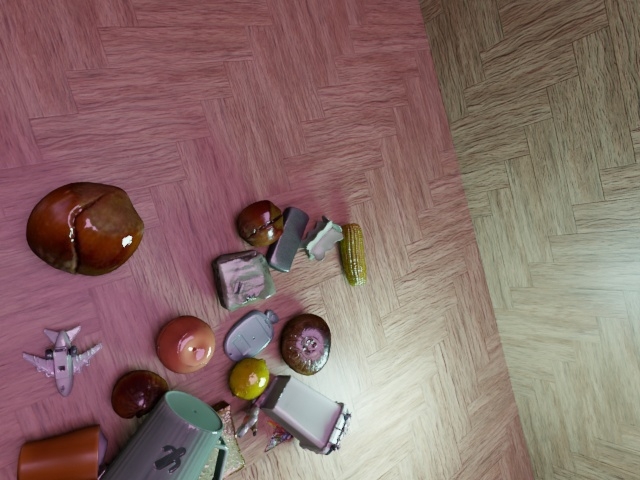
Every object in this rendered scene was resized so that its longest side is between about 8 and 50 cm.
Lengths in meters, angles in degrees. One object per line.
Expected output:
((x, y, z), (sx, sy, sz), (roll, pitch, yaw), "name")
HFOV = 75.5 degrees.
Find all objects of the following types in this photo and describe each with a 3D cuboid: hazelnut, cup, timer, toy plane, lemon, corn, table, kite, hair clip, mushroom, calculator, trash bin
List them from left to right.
((-0.933, 0.443, 1.497), (0.251, 0.101, 0.255), (-3, 88, -21), "toy plane")
((-0.902, 0.786, 1.462), (0.264, 0.182, 0.226), (2, 94, -26), "cup")
((-0.834, -0.039, 1.485), (0.372, 0.315, 0.372), (-8, 117, -16), "hazelnut")
((-0.693, 0.594, 1.601), (0.204, 0.178, 0.178), (13, 79, -37), "hazelnut")
((-0.552, 0.811, 1.548), (0.392, 0.310, 0.401), (-57, 148, -7), "cup")
((-0.548, 0.422, 1.684), (0.229, 0.215, 0.230), (-2, 93, -36), "timer")
((-0.314, 0.611, 1.842), (0.173, 0.173, 0.206), (48, 58, -20), "lemon")
((-0.316, 0.435, 1.929), (0.299, 0.041, 0.185), (-38, 106, -27), "calculator")
((-0.293, 0.759, 1.819), (0.075, 0.146, 0.257), (29, 29, -9), "hair clip")
((-0.276, -0.072, 1.915), (0.181, 0.181, 0.212), (-46, 121, -41), "hazelnut")
((-0.191, 0.918, 1.992), (0.183, 0.014, 0.241), (40, 68, -23), "kite")
((-0.070, 0.797, 1.920), (0.367, 0.296, 0.256), (42, 59, -15), "trash bin")
((-0.058, 0.507, 2.020), (0.278, 0.163, 0.297), (4, 83, -32), "mushroom")
((0.000, 0.000, 2.107), (0.198, 0.166, 0.166), (-47, 111, -18), "table")
((0.176, 0.079, 2.221), (0.131, 0.131, 0.344), (-8, 92, -33), "corn")

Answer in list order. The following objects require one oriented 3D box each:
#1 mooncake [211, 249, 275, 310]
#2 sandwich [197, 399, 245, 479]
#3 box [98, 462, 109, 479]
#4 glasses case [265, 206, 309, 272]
((-0.351, 0.170, 1.872), (0.250, 0.136, 0.254), (-16, 100, -31), "mooncake")
((-0.481, 0.883, 1.759), (0.271, 0.099, 0.301), (-16, 96, -26), "sandwich")
((-0.791, 0.968, 1.575), (0.201, 0.058, 0.141), (49, 63, -19), "box")
((-0.164, -0.007, 2.041), (0.131, 0.074, 0.323), (29, 72, -27), "glasses case")
